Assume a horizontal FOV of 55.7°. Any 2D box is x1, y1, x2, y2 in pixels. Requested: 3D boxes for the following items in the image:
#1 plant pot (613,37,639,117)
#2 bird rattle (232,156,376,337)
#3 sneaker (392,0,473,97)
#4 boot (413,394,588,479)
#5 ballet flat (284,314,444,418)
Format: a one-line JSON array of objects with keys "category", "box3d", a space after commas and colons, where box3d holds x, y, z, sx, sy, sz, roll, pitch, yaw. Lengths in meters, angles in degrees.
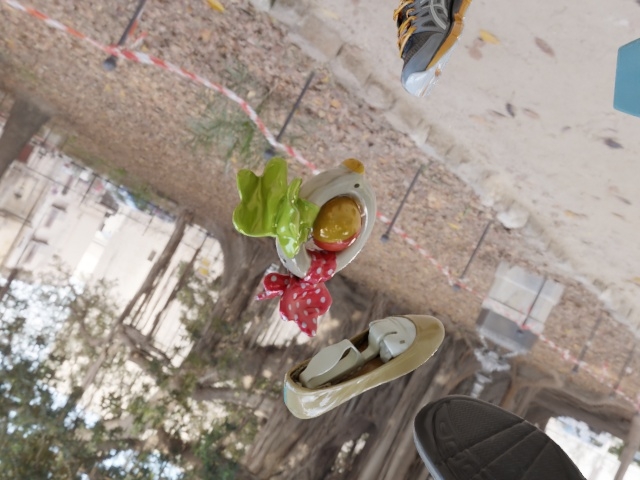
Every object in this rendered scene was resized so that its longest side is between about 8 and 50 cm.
[{"category": "plant pot", "box3d": [0.608, -0.263, 0.966, 0.165, 0.166, 0.234, -9, -165, -35]}, {"category": "bird rattle", "box3d": [0.000, 0.000, 0.826, 0.143, 0.207, 0.254, 34, 152, 47]}, {"category": "sneaker", "box3d": [0.119, -0.246, 0.692, 0.083, 0.215, 0.084, 24, 144, -4]}, {"category": "boot", "box3d": [0.236, 0.372, 0.649, 0.377, 0.138, 0.284, 34, 138, 42]}, {"category": "ballet flat", "box3d": [0.059, 0.144, 0.758, 0.080, 0.232, 0.073, 44, 157, 46]}]
